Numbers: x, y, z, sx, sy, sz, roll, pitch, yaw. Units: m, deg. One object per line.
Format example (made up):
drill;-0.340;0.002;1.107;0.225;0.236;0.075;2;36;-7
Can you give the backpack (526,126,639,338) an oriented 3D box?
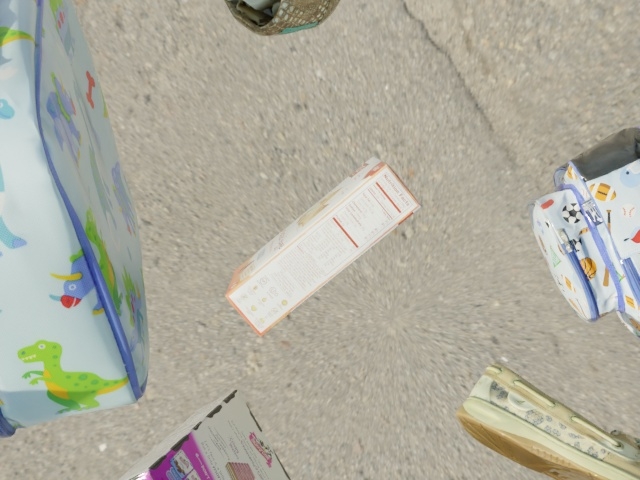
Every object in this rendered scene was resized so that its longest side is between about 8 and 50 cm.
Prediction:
backpack;0.401;0.003;1.141;0.213;0.276;0.263;-33;86;13

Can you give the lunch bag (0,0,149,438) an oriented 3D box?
lunch bag;-0.146;-0.035;0.422;0.090;0.176;0.219;-13;40;-7

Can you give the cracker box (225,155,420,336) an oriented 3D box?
cracker box;0.000;0.000;1.024;0.232;0.156;0.067;-39;98;3

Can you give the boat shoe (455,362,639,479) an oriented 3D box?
boat shoe;0.286;0.219;0.940;0.285;0.104;0.089;23;66;29

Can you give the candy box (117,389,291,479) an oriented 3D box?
candy box;-0.128;0.293;1.011;0.071;0.233;0.159;-29;91;23

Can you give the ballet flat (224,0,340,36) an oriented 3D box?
ballet flat;-0.066;-0.189;0.436;0.206;0.073;0.067;48;45;-10
